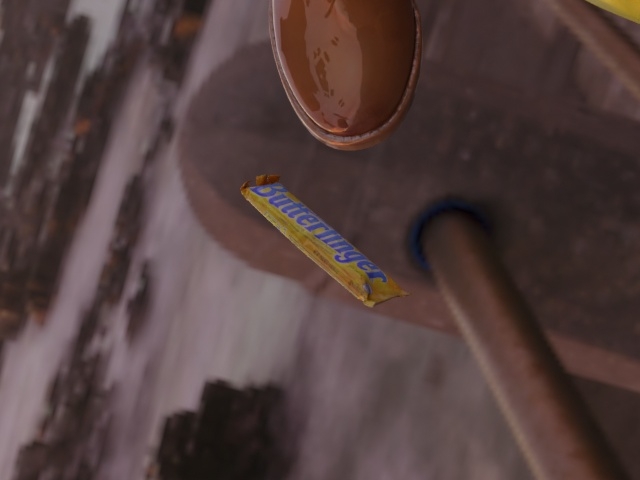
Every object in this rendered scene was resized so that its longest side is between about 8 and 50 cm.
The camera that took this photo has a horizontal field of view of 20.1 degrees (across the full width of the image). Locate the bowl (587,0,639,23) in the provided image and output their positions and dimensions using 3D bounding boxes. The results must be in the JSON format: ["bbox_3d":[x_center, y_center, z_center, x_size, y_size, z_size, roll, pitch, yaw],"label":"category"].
[{"bbox_3d":[0.136,-0.206,0.442,0.156,0.289,0.289,59,-142,-63],"label":"bowl"}]

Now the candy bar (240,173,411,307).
[{"bbox_3d":[0.000,0.000,1.351,0.161,0.040,0.018,42,133,30],"label":"candy bar"}]

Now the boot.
[{"bbox_3d":[-0.004,-0.151,0.797,0.152,0.073,0.197,59,-156,-71],"label":"boot"}]
